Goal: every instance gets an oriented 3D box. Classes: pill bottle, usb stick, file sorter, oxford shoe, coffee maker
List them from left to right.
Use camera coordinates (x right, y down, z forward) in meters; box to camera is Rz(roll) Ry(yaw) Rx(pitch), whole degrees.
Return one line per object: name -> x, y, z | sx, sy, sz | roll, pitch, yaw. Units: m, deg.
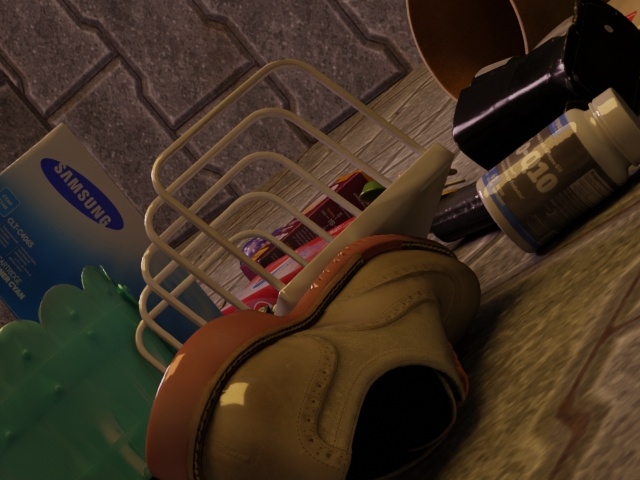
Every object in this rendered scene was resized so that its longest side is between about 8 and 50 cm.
file sorter -> -0.037, 0.015, 1.368 | 0.193, 0.173, 0.278 | -44, -17, -29
oxford shoe -> 0.040, 0.099, 1.143 | 0.397, 0.146, 0.141 | -29, -47, -57
usb stick -> 0.185, -0.050, 1.543 | 0.077, 0.045, 0.278 | -41, 6, -24
coffee maker -> 0.214, -0.133, 1.614 | 0.178, 0.120, 0.171 | -33, 10, 50
pill bottle -> 0.203, -0.059, 1.356 | 0.137, 0.078, 0.078 | -38, 7, 16

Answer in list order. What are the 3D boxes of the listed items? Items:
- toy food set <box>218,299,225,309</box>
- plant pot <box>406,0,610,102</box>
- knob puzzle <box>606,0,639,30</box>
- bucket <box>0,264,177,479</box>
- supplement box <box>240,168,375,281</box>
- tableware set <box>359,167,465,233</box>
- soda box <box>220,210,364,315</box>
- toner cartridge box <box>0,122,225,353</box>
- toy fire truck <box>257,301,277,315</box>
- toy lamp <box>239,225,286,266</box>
toy food set -> -0.205, 0.132, 2.630 | 0.122, 0.019, 0.078 | -39, 6, 7
plant pot -> 0.281, -0.318, 2.162 | 0.254, 0.237, 0.237 | -28, 1, -28
knob puzzle -> 0.319, -0.213, 1.870 | 0.213, 0.030, 0.213 | -46, 15, 16
bucket -> -0.237, 0.179, 1.519 | 0.281, 0.183, 0.281 | -44, -4, -3
supplement box -> 0.000, 0.000, 2.093 | 0.188, 0.081, 0.104 | -42, 7, -16
tableware set -> 0.103, -0.039, 1.704 | 0.104, 0.024, 0.154 | -16, -20, 17
soda box -> -0.003, 0.051, 1.759 | 0.092, 0.083, 0.263 | -44, 7, -32
toner cartridge box -> -0.218, 0.065, 1.702 | 0.165, 0.348, 0.075 | -41, 8, -11
toy fire truck -> -0.052, 0.124, 1.627 | 0.192, 0.047, 0.135 | -20, 36, 42
toy lamp -> -0.056, 0.024, 2.286 | 0.080, 0.080, 0.274 | -41, 4, -11
